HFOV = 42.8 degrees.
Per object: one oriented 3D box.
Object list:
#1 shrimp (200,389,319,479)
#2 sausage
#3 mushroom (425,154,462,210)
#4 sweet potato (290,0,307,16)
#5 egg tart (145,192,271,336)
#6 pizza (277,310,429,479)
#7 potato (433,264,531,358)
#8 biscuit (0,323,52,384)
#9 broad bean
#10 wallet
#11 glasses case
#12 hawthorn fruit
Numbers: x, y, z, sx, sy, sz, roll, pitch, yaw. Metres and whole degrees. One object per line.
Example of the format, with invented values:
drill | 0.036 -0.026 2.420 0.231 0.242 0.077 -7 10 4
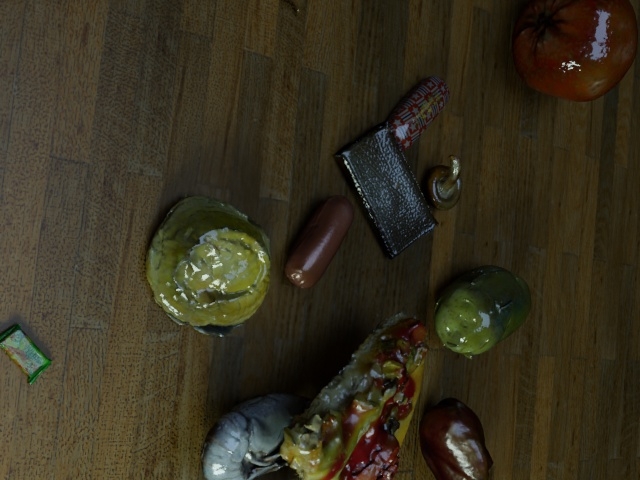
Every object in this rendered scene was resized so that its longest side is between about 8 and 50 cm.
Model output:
shrimp | -0.068 0.326 1.395 0.343 0.116 0.145 -13 95 -48
sausage | 0.000 0.000 1.482 0.077 0.077 0.194 43 65 -29
mushroom | 0.256 -0.128 1.671 0.088 0.073 0.129 -10 130 -23
sweet potato | -0.064 -0.511 1.443 0.068 0.068 0.226 -33 108 -33
egg tart | -0.166 0.041 1.346 0.232 0.098 0.252 -36 114 -28
pizza | 0.058 0.344 1.374 0.406 0.130 0.440 4 103 -63
potato | 0.338 0.140 1.692 0.248 0.143 0.169 -19 108 -36
biscuit | -0.431 0.163 1.187 0.046 0.016 0.089 -45 115 -28
broad bean | 0.280 0.425 1.638 0.122 0.156 0.228 -29 101 -30
wallet | 0.130 -0.098 1.599 0.133 0.039 0.243 -38 110 -21
glasses case | 0.197 -0.261 1.646 0.194 0.049 0.073 -50 117 -26
hawthorn fruit | 0.568 -0.441 1.806 0.300 0.275 0.275 0 90 -51
